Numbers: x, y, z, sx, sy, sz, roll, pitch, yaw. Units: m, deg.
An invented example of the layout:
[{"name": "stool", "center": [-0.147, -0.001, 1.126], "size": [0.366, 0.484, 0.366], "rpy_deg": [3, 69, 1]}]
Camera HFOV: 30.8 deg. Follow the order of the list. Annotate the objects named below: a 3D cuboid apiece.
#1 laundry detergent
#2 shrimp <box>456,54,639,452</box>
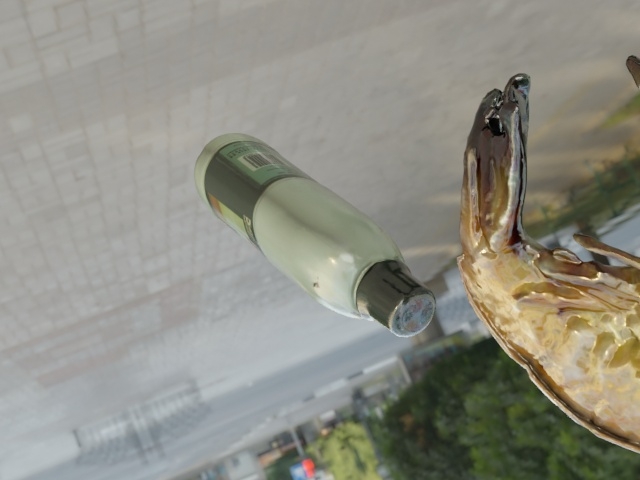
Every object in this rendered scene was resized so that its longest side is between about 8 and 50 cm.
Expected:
[{"name": "laundry detergent", "center": [0.000, 0.000, 0.810], "size": [0.070, 0.226, 0.099], "rpy_deg": [-46, 134, -7]}, {"name": "shrimp", "center": [0.148, -0.026, 0.561], "size": [0.178, 0.289, 0.075], "rpy_deg": [2, -150, 24]}]
